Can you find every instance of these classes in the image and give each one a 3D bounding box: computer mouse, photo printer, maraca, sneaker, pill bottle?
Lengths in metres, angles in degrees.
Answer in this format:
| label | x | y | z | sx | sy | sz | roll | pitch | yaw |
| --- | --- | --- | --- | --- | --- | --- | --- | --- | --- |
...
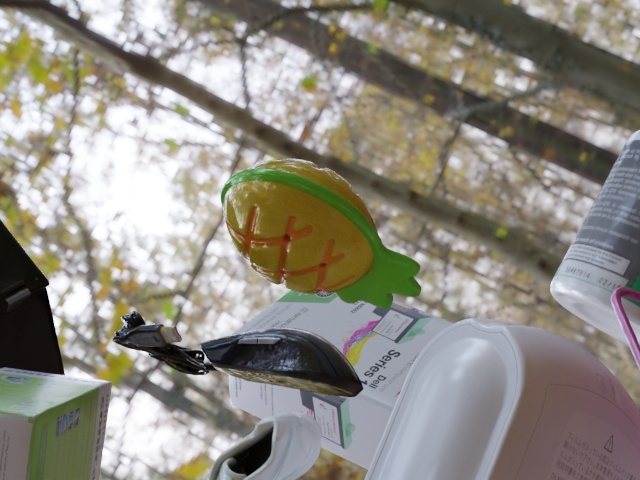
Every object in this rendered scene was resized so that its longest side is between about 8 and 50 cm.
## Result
| label | x | y | z | sx | sy | sz | roll | pitch | yaw |
| --- | --- | --- | --- | --- | --- | --- | --- | --- | --- |
| computer mouse | -0.090 | 0.108 | 1.408 | 0.184 | 0.262 | 0.060 | 33 | -114 | -53 |
| photo printer | 0.121 | 0.215 | 0.919 | 0.256 | 0.107 | 0.307 | 35 | -106 | -47 |
| maraca | 0.000 | 0.000 | 1.097 | 0.127 | 0.186 | 0.099 | -25 | 35 | 55 |
| sneaker | -0.065 | 0.178 | 0.930 | 0.152 | 0.054 | 0.061 | -52 | -28 | 5 |
| pill bottle | 0.500 | -0.036 | 1.917 | 0.361 | 0.204 | 0.204 | -61 | -22 | -7 |

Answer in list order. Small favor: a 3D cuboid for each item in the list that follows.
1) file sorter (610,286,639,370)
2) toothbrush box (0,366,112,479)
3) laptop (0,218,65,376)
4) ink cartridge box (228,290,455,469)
| label | x | y | z | sx | sy | sz | roll | pitch | yaw |
| --- | --- | --- | --- | --- | --- | --- | --- | --- | --- |
| file sorter | 0.378 | 0.033 | 0.943 | 0.182 | 0.202 | 0.290 | 23 | -56 | -29 |
| toothbrush box | -0.287 | 0.234 | 1.205 | 0.283 | 0.122 | 0.206 | 2 | -84 | -85 |
| laptop | -0.505 | 0.141 | 1.452 | 0.382 | 0.408 | 0.236 | -31 | -15 | -37 |
| ink cartridge box | 0.052 | 0.168 | 1.687 | 0.201 | 0.278 | 0.117 | -36 | -44 | -44 |
